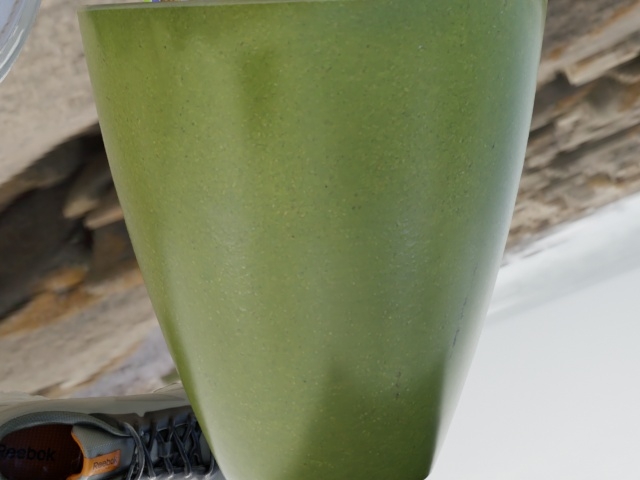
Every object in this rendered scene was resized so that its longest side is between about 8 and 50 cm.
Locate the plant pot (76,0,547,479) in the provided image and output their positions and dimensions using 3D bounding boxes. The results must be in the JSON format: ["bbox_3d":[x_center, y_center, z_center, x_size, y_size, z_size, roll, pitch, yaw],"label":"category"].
[{"bbox_3d":[0.000,0.000,0.738,0.274,0.294,0.275,-2,-169,0],"label":"plant pot"}]

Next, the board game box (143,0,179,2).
[{"bbox_3d":[-0.059,-0.280,0.920,0.233,0.347,0.078,2,-153,42],"label":"board game box"}]

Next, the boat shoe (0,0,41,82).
[{"bbox_3d":[-0.176,-0.214,0.645,0.098,0.277,0.096,12,170,-26],"label":"boat shoe"}]

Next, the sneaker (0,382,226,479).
[{"bbox_3d":[-0.141,0.160,0.904,0.271,0.100,0.108,0,178,-26],"label":"sneaker"}]
